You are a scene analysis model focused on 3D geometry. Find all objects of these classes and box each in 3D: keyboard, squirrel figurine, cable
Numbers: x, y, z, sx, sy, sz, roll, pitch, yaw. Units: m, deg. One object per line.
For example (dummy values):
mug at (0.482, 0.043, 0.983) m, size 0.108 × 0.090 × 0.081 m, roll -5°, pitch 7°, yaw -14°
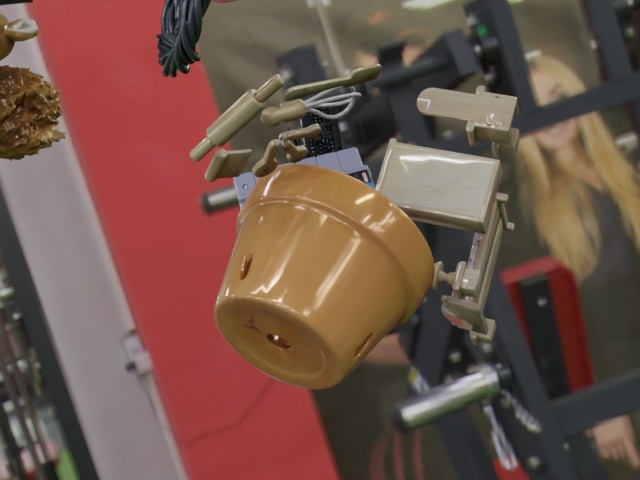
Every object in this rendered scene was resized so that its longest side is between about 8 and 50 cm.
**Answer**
keyboard at (-0.005, -0.169, 2.354) m, size 0.100 × 0.192 × 0.038 m, roll -10°, pitch 9°, yaw 2°
squirrel figurine at (-0.581, -0.271, 1.846) m, size 0.281 × 0.397 × 0.370 m, roll -33°, pitch -2°, yaw 12°
cable at (-0.130, -0.237, 1.222) m, size 0.047 × 0.151 × 0.184 m, roll 12°, pitch -16°, yaw -18°

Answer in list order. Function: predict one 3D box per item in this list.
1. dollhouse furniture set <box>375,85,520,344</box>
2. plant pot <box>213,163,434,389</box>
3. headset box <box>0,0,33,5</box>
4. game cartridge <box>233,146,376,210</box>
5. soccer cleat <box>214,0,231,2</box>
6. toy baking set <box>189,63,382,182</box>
dollhouse furniture set at (0.210, -0.036, 1.910) m, size 0.173 × 0.303 × 0.355 m, roll 12°, pitch -19°, yaw 18°
plant pot at (-0.013, 0.068, 1.651) m, size 0.291 × 0.291 × 0.203 m, roll -12°, pitch 39°, yaw 48°
headset box at (-0.527, -0.394, 1.492) m, size 0.293 × 0.218 × 0.110 m, roll -12°, pitch 17°, yaw -22°
game cartridge at (0.000, 0.000, 1.924) m, size 0.230 × 0.068 × 0.355 m, roll -17°, pitch 48°, yaw 0°
soccer cleat at (-0.105, -0.423, 1.802) m, size 0.143 × 0.116 × 0.331 m, roll 6°, pitch 17°, yaw -4°
toy baking set at (-0.047, -0.159, 1.536) m, size 0.256 × 0.030 × 0.196 m, roll -41°, pitch -24°, yaw 29°
